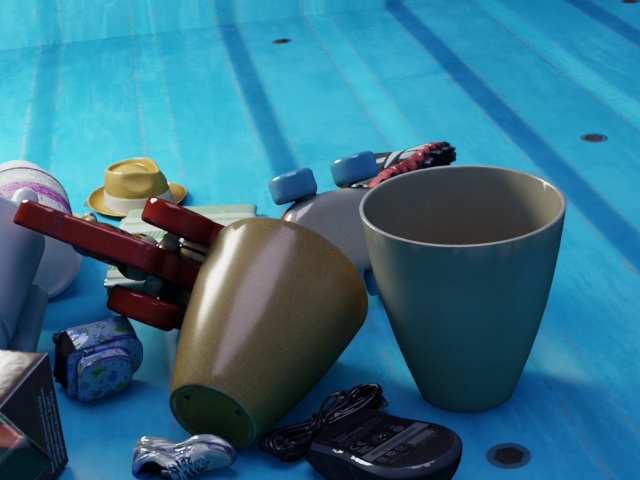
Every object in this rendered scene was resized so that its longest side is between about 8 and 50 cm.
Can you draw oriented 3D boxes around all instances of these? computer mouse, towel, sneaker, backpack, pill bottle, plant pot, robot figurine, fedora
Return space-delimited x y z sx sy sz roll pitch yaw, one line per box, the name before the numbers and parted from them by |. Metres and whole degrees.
computer mouse | 0.070 0.256 1.426 0.189 0.072 0.272 -23 18 -30
towel | -0.233 0.014 2.032 0.248 0.038 0.325 -3 23 -1
sneaker | -0.168 0.274 1.452 0.135 0.052 0.058 -6 34 15
backpack | -0.301 0.165 1.641 0.114 0.105 0.084 -19 51 -30
pill bottle | -0.501 -0.029 2.006 0.169 0.169 0.301 -11 25 -13
plant pot | -0.088 0.140 1.550 0.237 0.237 0.254 6 42 21
robot figurine | -0.517 0.062 1.691 0.200 0.300 0.353 -25 41 42
fedora | -0.350 -0.108 2.258 0.194 0.079 0.194 -3 25 2
sneaker | 0.140 -0.124 2.186 0.135 0.097 0.276 18 34 36
plant pot | 0.185 0.074 1.543 0.257 0.274 0.256 -3 26 2

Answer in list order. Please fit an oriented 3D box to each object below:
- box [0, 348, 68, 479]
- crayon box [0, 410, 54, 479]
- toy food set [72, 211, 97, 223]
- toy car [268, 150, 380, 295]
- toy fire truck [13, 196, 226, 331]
box | -0.439 0.237 1.423 0.203 0.168 0.167 3 26 14
crayon box | -0.460 0.277 1.222 0.202 0.081 0.318 33 73 27
toy food set | -0.456 -0.036 2.191 0.122 0.019 0.078 11 29 30
toy car | 0.000 0.000 1.892 0.210 0.219 0.238 -18 -1 -25
toy fire truck | -0.275 0.016 1.731 0.254 0.169 0.302 21 -3 16
